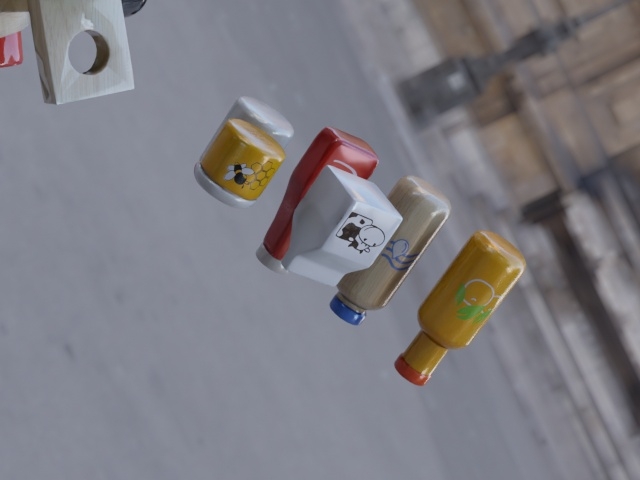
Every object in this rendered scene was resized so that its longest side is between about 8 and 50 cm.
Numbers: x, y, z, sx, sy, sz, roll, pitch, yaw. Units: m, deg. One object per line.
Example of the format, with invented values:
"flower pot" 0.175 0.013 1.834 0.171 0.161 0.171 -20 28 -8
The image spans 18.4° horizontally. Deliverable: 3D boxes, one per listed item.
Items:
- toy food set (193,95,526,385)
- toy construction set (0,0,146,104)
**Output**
"toy food set" 0.000 0.000 1.184 0.232 0.104 0.111 20 22 -39
"toy construction set" -0.207 -0.083 0.905 0.257 0.309 0.237 17 -3 -40
